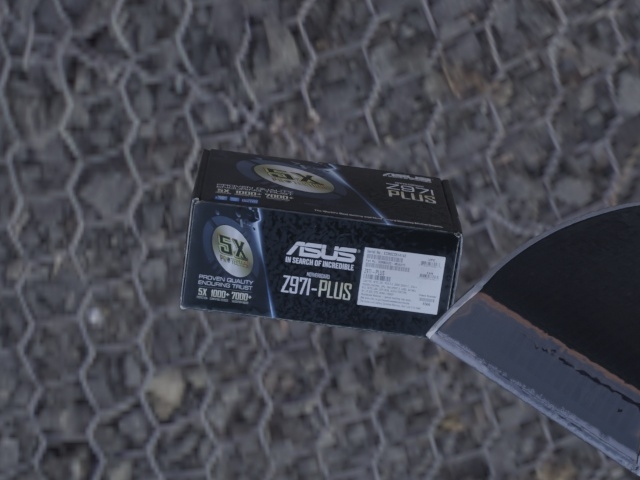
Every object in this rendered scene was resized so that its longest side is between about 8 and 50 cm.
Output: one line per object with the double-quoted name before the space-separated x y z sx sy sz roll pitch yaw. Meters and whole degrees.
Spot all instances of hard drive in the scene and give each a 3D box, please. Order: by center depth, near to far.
"hard drive" 0.197 0.048 1.178 0.172 0.254 0.054 33 120 25

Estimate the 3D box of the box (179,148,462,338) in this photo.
"box" 0.000 0.000 1.305 0.180 0.147 0.077 7 106 -2
